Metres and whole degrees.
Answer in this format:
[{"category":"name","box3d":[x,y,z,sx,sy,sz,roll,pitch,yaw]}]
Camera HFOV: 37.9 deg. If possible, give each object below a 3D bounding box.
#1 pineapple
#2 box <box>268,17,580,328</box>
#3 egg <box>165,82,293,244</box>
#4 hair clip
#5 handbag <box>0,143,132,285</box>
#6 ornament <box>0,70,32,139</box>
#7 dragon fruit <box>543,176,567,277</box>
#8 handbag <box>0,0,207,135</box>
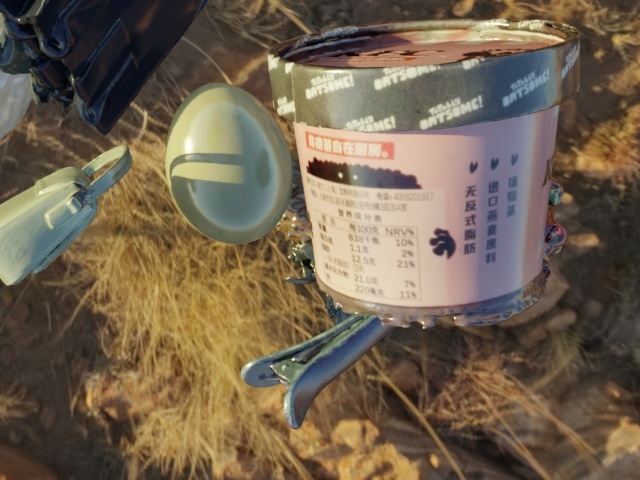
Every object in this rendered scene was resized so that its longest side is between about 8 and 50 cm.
[{"category":"pineapple","box3d":[0.000,0.000,1.565,0.170,0.141,0.310,-26,102,-7]},{"category":"box","box3d":[0.053,-0.037,0.476,0.151,0.151,0.135,-7,109,-11]},{"category":"egg","box3d":[-0.135,-0.110,1.366,0.186,0.186,0.242,-16,117,-8]},{"category":"hair clip","box3d":[0.053,0.069,0.906,0.275,0.083,0.048,-38,134,-16]},{"category":"handbag","box3d":[-0.322,-0.046,1.168,0.219,0.256,0.079,-37,108,-8]},{"category":"ornament","box3d":[-0.572,-0.271,1.310,0.337,0.337,0.337,-4,109,-12]},{"category":"dragon fruit","box3d":[0.184,-0.049,1.198,0.272,0.198,0.218,23,113,4]},{"category":"handbag","box3d":[-0.222,-0.242,0.913,0.118,0.326,0.269,30,78,5]}]
